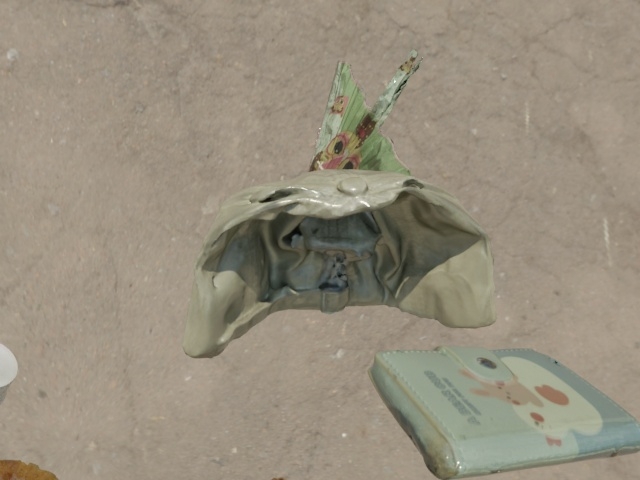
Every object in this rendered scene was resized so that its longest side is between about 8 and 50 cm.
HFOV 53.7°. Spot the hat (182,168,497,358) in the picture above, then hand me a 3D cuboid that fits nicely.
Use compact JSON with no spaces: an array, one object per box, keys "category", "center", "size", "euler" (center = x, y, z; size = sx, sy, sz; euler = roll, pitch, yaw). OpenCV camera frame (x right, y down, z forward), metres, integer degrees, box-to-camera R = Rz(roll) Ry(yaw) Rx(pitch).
[{"category":"hat","center":[0.000,0.000,0.477],"size":[0.214,0.244,0.149],"euler":[-5,110,-12]}]

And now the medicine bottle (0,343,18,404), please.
[{"category":"medicine bottle","center":[-0.540,0.238,0.951],"size":[0.103,0.186,0.102],"euler":[36,23,-18]}]

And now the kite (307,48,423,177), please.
[{"category":"kite","center":[0.039,-0.119,0.778],"size":[0.013,0.267,0.322],"euler":[19,35,-32]}]

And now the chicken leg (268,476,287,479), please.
[{"category":"chicken leg","center":[-0.089,0.473,1.007],"size":[0.107,0.251,0.087],"euler":[-13,105,12]}]

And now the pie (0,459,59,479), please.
[{"category":"pie","center":[-0.309,0.288,0.623],"size":[0.195,0.195,0.046],"euler":[33,100,-9]}]

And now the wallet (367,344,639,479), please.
[{"category":"wallet","center":[0.254,0.235,0.911],"size":[0.361,0.252,0.083],"euler":[5,111,-28]}]
